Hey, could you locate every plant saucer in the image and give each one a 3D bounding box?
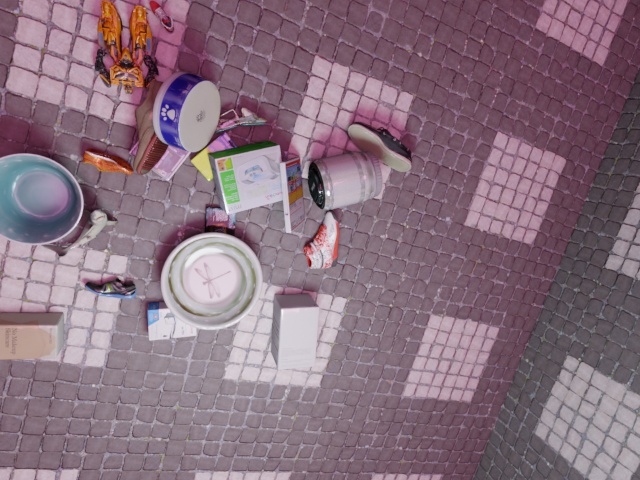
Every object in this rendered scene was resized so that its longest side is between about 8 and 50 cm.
[{"bbox_3d":[-0.443,0.162,1.733,0.401,0.100,0.400,-1,95,-15],"label":"plant saucer"}]

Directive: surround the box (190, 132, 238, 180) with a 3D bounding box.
[{"bbox_3d":[-0.417,-0.336,1.679,0.178,0.042,0.109,-42,114,-5],"label":"box"}]

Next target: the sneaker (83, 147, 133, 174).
[{"bbox_3d":[-0.789,-0.284,1.566,0.175,0.064,0.067,22,116,-18],"label":"sneaker"}]

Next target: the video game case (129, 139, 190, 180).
[{"bbox_3d":[-0.605,-0.357,1.621,0.173,0.022,0.190,38,90,-23],"label":"video game case"}]

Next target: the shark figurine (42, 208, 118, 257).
[{"bbox_3d":[-0.894,-0.051,1.581,0.278,0.166,0.116,-38,88,13],"label":"shark figurine"}]

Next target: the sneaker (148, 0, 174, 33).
[{"bbox_3d":[-0.563,-0.801,1.490,0.042,0.067,0.118,-39,113,-6],"label":"sneaker"}]

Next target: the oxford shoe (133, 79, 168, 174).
[{"bbox_3d":[-0.624,-0.414,1.542,0.130,0.123,0.348,24,92,-1],"label":"oxford shoe"}]

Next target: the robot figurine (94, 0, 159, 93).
[{"bbox_3d":[-0.684,-0.669,1.475,0.211,0.085,0.290,-2,105,-18],"label":"robot figurine"}]

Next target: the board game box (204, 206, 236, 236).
[{"bbox_3d":[-0.423,-0.046,1.765,0.126,0.026,0.186,3,103,-20],"label":"board game box"}]

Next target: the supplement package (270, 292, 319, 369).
[{"bbox_3d":[-0.120,0.407,1.910,0.178,0.175,0.292,1,104,-18],"label":"supplement package"}]

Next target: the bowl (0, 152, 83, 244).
[{"bbox_3d":[-0.988,-0.152,1.467,0.312,0.163,0.311,-5,106,-17],"label":"bowl"}]

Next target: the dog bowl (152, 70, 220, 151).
[{"bbox_3d":[-0.471,-0.456,1.502,0.104,0.265,0.264,21,98,10],"label":"dog bowl"}]

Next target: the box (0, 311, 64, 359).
[{"bbox_3d":[-1.149,0.356,1.571,0.311,0.121,0.147,3,103,-19],"label":"box"}]

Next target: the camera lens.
[{"bbox_3d":[0.096,-0.255,1.781,0.275,0.219,0.219,-14,108,-15],"label":"camera lens"}]

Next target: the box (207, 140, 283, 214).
[{"bbox_3d":[-0.288,-0.254,1.677,0.262,0.127,0.231,-17,117,-21],"label":"box"}]

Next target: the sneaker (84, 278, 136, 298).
[{"bbox_3d":[-0.834,0.188,1.674,0.188,0.067,0.078,10,80,-19],"label":"sneaker"}]

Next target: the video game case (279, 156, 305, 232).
[{"bbox_3d":[-0.113,-0.194,1.748,0.025,0.204,0.285,1,107,15],"label":"video game case"}]

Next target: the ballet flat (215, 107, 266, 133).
[{"bbox_3d":[-0.325,-0.481,1.658,0.222,0.077,0.079,-14,105,-11],"label":"ballet flat"}]

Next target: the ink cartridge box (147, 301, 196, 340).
[{"bbox_3d":[-0.623,0.333,1.769,0.191,0.082,0.139,-2,105,-17],"label":"ink cartridge box"}]

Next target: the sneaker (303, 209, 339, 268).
[{"bbox_3d":[0.000,0.001,1.888,0.145,0.090,0.269,-7,109,-20],"label":"sneaker"}]

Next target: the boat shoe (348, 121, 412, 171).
[{"bbox_3d":[0.275,-0.438,1.857,0.340,0.127,0.113,27,65,-16],"label":"boat shoe"}]
